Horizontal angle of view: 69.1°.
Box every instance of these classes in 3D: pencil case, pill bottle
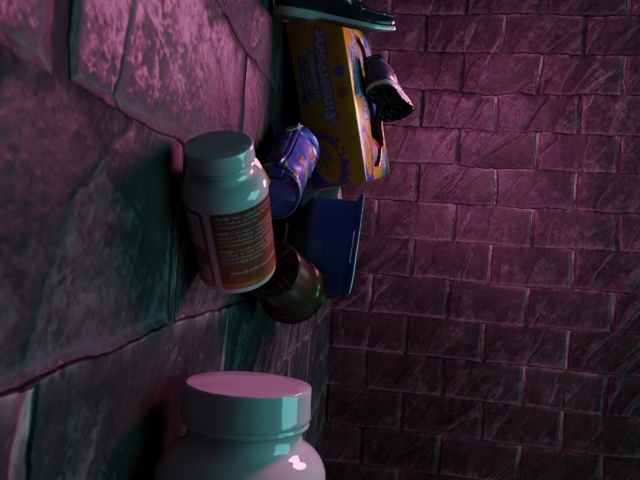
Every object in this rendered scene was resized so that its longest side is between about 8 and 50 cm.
[{"bbox_3d":[-0.077,-0.167,1.040,0.306,0.119,0.133,-75,174,-58],"label":"pencil case"},{"bbox_3d":[-0.112,0.395,0.611,0.229,0.229,0.407,50,44,-80],"label":"pill bottle"},{"bbox_3d":[-0.130,-0.039,0.665,0.121,0.121,0.216,-77,169,-52],"label":"pill bottle"}]

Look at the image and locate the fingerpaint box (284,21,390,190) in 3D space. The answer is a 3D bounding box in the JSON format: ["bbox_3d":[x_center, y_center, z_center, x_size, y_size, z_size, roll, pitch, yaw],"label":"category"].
[{"bbox_3d":[0.072,-0.389,1.366,0.371,0.163,0.445,-29,110,-69],"label":"fingerpaint box"}]

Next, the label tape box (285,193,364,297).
[{"bbox_3d":[-0.008,0.024,1.223,0.348,0.115,0.249,150,-50,-72],"label":"label tape box"}]

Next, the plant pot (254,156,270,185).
[{"bbox_3d":[-0.139,-0.102,0.759,0.081,0.081,0.083,-79,160,-44],"label":"plant pot"}]

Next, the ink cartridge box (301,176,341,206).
[{"bbox_3d":[0.000,0.000,1.640,0.395,0.151,0.270,78,16,-60],"label":"ink cartridge box"}]

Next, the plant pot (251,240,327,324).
[{"bbox_3d":[-0.083,0.087,1.024,0.165,0.167,0.167,60,34,-66],"label":"plant pot"}]

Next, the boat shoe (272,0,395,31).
[{"bbox_3d":[0.040,-0.546,1.078,0.114,0.302,0.091,-134,-132,-61],"label":"boat shoe"}]

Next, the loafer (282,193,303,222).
[{"bbox_3d":[-0.076,-0.152,1.219,0.078,0.080,0.220,-53,146,-78],"label":"loafer"}]

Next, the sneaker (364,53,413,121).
[{"bbox_3d":[0.199,-0.444,1.351,0.283,0.107,0.124,21,57,-69],"label":"sneaker"}]
